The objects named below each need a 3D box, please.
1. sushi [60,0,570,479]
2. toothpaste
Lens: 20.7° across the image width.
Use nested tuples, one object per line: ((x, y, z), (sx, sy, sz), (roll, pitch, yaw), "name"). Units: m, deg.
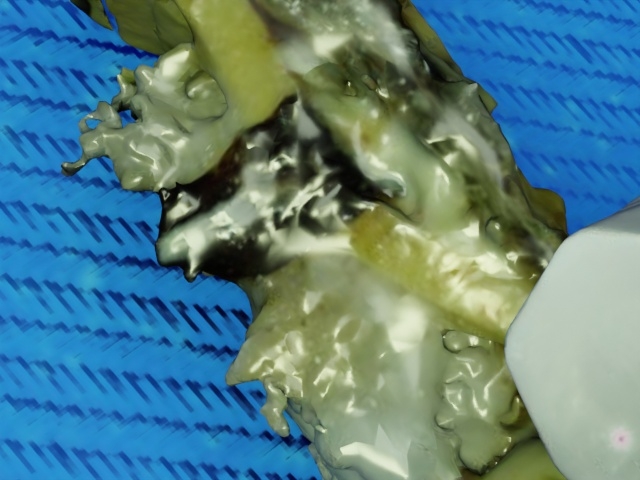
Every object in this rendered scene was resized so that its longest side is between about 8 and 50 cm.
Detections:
((0.006, -0.004, 0.590), (0.131, 0.139, 0.291), (-36, 76, -9), "sushi")
((0.171, 0.005, 0.590), (0.125, 0.080, 0.371), (52, 29, 14), "toothpaste")
